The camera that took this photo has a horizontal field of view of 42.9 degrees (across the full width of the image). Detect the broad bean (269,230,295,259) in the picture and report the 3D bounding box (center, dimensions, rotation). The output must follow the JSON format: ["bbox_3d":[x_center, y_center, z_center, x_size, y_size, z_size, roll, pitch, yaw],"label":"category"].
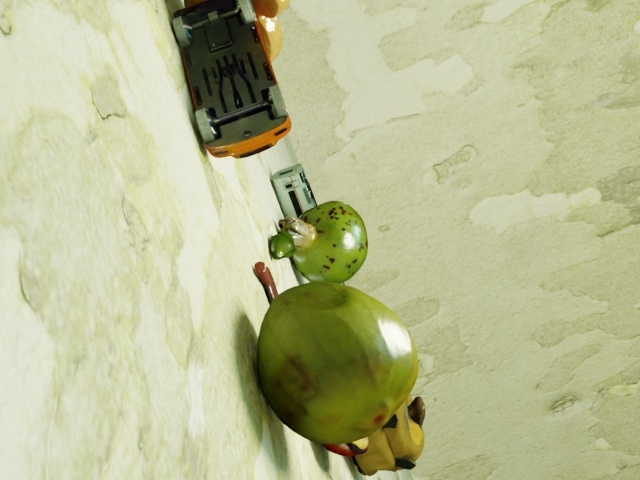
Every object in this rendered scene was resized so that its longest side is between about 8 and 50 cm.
[{"bbox_3d":[-0.075,0.009,1.656,0.195,0.046,0.061,35,34,-86],"label":"broad bean"}]

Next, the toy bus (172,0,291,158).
[{"bbox_3d":[-0.139,-0.256,1.337,0.153,0.143,0.329,70,1,-57],"label":"toy bus"}]

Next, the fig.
[{"bbox_3d":[0.006,0.152,1.069,0.230,0.207,0.207,41,-3,14],"label":"fig"}]

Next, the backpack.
[{"bbox_3d":[0.112,0.297,1.751,0.378,0.201,0.353,-100,175,-48],"label":"backpack"}]

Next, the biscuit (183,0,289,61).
[{"bbox_3d":[-0.164,-0.451,1.456,0.275,0.052,0.355,27,-26,24],"label":"biscuit"}]

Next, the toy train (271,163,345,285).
[{"bbox_3d":[-0.020,0.005,2.111,0.086,0.088,0.407,-95,166,-67],"label":"toy train"}]

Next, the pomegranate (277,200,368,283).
[{"bbox_3d":[0.000,0.000,1.881,0.248,0.202,0.202,24,40,-44],"label":"pomegranate"}]

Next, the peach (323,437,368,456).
[{"bbox_3d":[0.013,0.281,1.425,0.189,0.068,0.279,63,7,-7],"label":"peach"}]

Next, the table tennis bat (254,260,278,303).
[{"bbox_3d":[-0.085,0.079,1.385,0.154,0.019,0.098,69,4,-60],"label":"table tennis bat"}]
